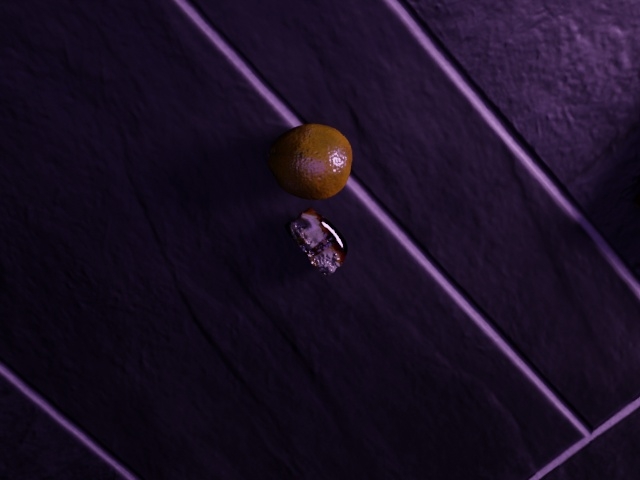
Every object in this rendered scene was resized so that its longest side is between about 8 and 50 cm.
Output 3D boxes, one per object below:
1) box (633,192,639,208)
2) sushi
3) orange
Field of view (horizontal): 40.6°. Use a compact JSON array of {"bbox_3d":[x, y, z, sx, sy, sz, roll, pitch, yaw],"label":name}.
[{"bbox_3d":[0.495,-0.100,0.985,0.153,0.074,0.240,28,108,-7],"label":"box"},{"bbox_3d":[0.000,0.000,1.018,0.046,0.044,0.083,-37,108,12],"label":"sushi"},{"bbox_3d":[-0.012,-0.088,0.967,0.095,0.085,0.085,6,109,-6],"label":"orange"}]
